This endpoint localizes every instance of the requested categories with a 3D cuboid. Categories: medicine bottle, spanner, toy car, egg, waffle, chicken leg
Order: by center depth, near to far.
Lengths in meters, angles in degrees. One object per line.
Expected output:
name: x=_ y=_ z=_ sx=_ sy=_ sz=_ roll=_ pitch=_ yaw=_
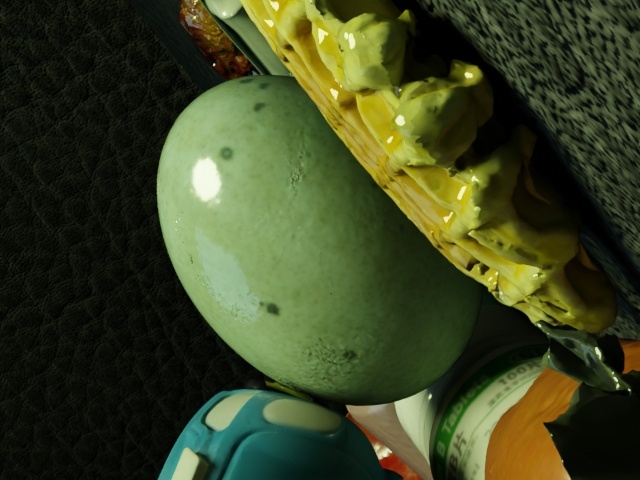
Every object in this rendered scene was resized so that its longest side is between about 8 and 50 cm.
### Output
waffle: x=0.039 y=-0.056 z=0.886 sx=0.261 sy=0.056 sz=0.250 roll=48 pitch=180 yaw=-43
toy car: x=0.011 y=0.217 z=1.144 sx=0.166 sy=0.198 sz=0.314 roll=5 pitch=150 yaw=32
egg: x=0.000 y=0.000 z=1.152 sx=0.236 sy=0.169 sz=0.169 roll=52 pitch=177 yaw=-25
medicine bottle: x=0.138 y=0.132 z=1.190 sx=0.139 sy=0.139 sz=0.237 roll=50 pitch=179 yaw=-27
spanner: x=-0.061 y=-0.163 z=1.243 sx=0.095 sy=0.040 sz=0.325 roll=44 pitch=178 yaw=33
chicken leg: x=-0.085 y=-0.176 z=1.463 sx=0.089 sy=0.048 sz=0.219 roll=45 pitch=177 yaw=23

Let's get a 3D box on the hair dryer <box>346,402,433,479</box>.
hair dryer: x=0.102 y=0.212 z=1.410 sx=0.210 sy=0.125 sz=0.352 roll=41 pitch=-145 yaw=-15

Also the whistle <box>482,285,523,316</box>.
whistle: x=0.122 y=0.048 z=1.383 sx=0.039 sy=0.039 sz=0.186 roll=47 pitch=178 yaw=42

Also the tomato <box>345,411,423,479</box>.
tomato: x=0.140 y=0.257 z=1.643 sx=0.143 sy=0.338 sz=0.338 roll=3 pitch=141 yaw=50

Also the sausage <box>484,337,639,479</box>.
sausage: x=0.136 y=0.106 z=0.826 sx=0.133 sy=0.133 sz=0.258 roll=49 pitch=179 yaw=0

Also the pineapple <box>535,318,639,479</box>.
pineapple: x=0.169 y=0.115 z=0.569 sx=0.277 sy=0.119 sz=0.130 roll=51 pitch=-139 yaw=-36
